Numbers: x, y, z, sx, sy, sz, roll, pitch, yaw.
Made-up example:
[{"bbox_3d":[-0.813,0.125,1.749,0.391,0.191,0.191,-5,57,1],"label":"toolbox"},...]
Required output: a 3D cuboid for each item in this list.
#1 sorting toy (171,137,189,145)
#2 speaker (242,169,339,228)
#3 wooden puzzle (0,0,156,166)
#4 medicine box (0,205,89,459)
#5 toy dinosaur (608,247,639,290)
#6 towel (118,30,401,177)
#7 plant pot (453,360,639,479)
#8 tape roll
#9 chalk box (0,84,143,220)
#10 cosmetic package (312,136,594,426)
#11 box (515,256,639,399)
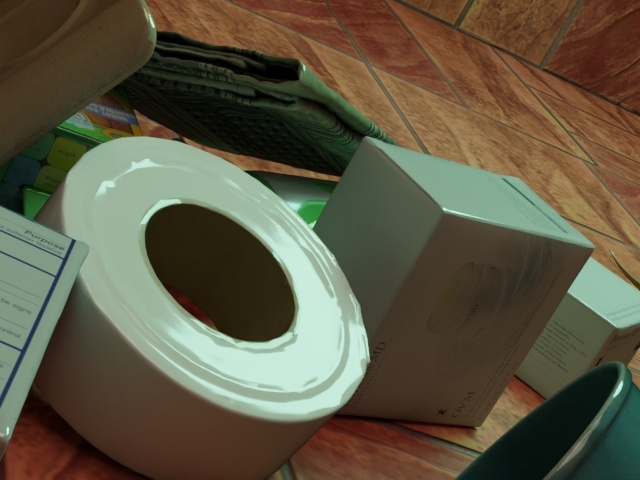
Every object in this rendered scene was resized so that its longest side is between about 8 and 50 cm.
[{"bbox_3d":[-0.132,-0.066,1.637,0.075,0.045,0.083,24,18,-39],"label":"sorting toy"},{"bbox_3d":[0.000,0.000,1.519,0.296,0.131,0.131,6,30,-50],"label":"speaker"},{"bbox_3d":[-0.293,-0.144,1.251,0.080,0.322,0.348,53,4,-37],"label":"wooden puzzle"},{"bbox_3d":[-0.309,0.056,0.903,0.263,0.149,0.289,26,19,-9],"label":"medicine box"},{"bbox_3d":[0.497,0.082,2.170,0.183,0.053,0.092,29,2,-24],"label":"toy dinosaur"},{"bbox_3d":[-0.085,-0.129,1.473,0.312,0.056,0.324,17,-9,29],"label":"towel"},{"bbox_3d":[0.183,0.264,0.954,0.255,0.271,0.271,47,21,3],"label":"plant pot"},{"bbox_3d":[-0.102,0.054,1.165,0.286,0.100,0.286,29,33,-21],"label":"tape roll"},{"bbox_3d":[-0.243,-0.065,1.327,0.132,0.132,0.213,20,21,-27],"label":"chalk box"},{"bbox_3d":[0.099,0.046,1.396,0.224,0.224,0.138,12,26,-41],"label":"cosmetic package"},{"bbox_3d":[0.271,0.085,1.707,0.182,0.119,0.181,38,21,23],"label":"box"}]
